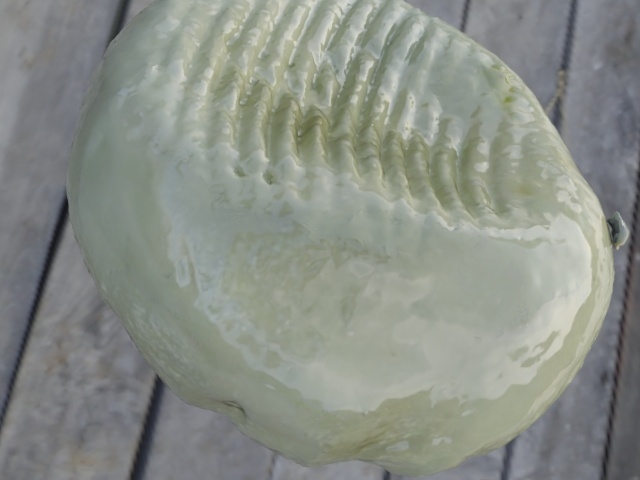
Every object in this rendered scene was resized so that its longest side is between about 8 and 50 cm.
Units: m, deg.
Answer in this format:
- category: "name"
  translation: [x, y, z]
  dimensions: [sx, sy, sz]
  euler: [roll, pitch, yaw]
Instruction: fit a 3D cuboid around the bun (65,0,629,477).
- category: "bun"
  translation: [0.000, 0.000, 0.604]
  dimensions: [0.259, 0.160, 0.259]
  euler: [15, 35, -11]
